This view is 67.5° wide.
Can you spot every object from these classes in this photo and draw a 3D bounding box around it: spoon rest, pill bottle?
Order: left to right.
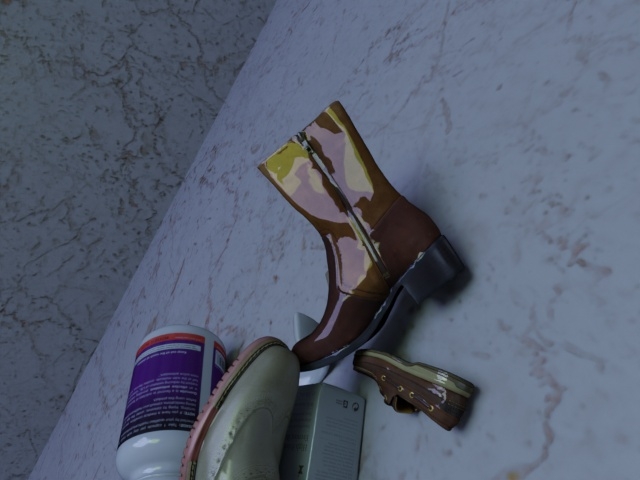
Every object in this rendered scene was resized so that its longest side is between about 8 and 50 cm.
[{"bbox_3d":[-0.273,0.330,0.896,0.181,0.181,0.323,-45,33,28],"label":"pill bottle"},{"bbox_3d":[-0.058,0.229,0.764,0.276,0.084,0.137,-59,25,34],"label":"spoon rest"}]

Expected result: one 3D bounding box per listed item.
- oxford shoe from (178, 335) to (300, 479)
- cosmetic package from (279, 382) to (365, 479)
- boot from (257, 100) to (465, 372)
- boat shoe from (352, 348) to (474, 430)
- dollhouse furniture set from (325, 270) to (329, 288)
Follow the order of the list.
[{"bbox_3d":[-0.075,0.306,0.521,0.146,0.140,0.397,3,68,33],"label":"oxford shoe"},{"bbox_3d":[-0.020,0.310,0.609,0.117,0.085,0.231,-28,43,46],"label":"cosmetic package"},{"bbox_3d":[0.000,0.000,0.629,0.264,0.280,0.096,-41,-11,19],"label":"boot"},{"bbox_3d":[0.094,0.170,0.563,0.178,0.064,0.060,1,65,56],"label":"boat shoe"},{"bbox_3d":[0.031,0.016,0.731,0.151,0.123,0.144,-48,32,24],"label":"dollhouse furniture set"}]
